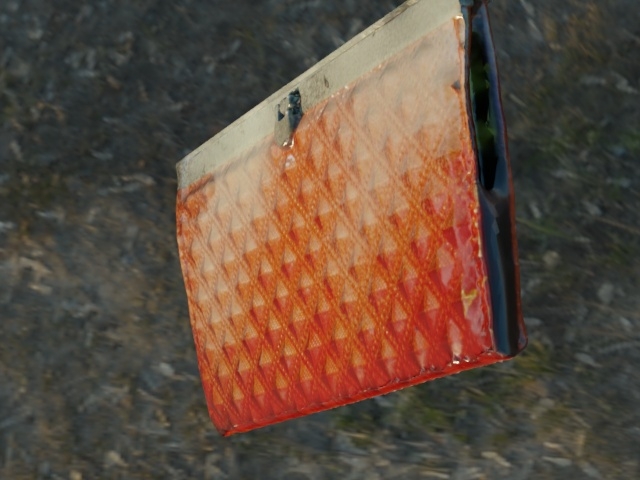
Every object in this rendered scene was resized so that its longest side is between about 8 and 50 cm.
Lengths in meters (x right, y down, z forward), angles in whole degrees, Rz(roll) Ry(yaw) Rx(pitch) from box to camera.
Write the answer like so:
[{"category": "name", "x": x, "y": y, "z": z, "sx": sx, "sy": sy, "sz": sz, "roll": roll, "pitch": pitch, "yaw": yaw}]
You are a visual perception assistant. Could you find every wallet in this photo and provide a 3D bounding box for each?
[{"category": "wallet", "x": 0.000, "y": 0.000, "z": 0.447, "sx": 0.196, "sy": 0.020, "sz": 0.103, "roll": -25, "pitch": 70, "yaw": 61}]
